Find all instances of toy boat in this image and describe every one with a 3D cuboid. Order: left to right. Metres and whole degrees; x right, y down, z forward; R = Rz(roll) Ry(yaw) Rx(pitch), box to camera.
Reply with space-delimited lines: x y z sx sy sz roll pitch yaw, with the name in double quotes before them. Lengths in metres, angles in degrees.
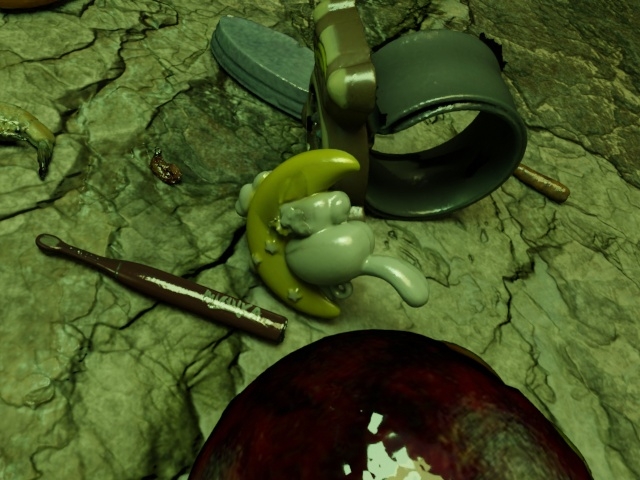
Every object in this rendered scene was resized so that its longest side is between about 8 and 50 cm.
"toy boat" -0.097 -0.339 1.029 0.283 0.078 0.127 35 56 9

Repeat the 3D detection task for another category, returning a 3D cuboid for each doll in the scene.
"doll" 0.000 0.000 0.725 0.111 0.252 0.237 -30 103 -59

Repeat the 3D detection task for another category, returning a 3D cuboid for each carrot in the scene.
"carrot" 0.417 -0.125 1.052 0.165 0.035 0.035 32 53 11

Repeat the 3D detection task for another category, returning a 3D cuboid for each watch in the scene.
"watch" 0.149 -0.182 0.827 0.327 0.335 0.314 -4 56 -8

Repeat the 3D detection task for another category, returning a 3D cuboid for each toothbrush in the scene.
"toothbrush" -0.217 0.062 0.726 0.364 0.041 0.040 20 52 -1

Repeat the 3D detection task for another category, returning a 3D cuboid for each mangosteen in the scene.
"mangosteen" 0.067 0.279 0.474 0.381 0.421 0.380 -8 70 22

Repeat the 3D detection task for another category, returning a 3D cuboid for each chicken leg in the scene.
"chicken leg" -0.254 -0.120 0.859 0.036 0.021 0.083 -36 66 -23

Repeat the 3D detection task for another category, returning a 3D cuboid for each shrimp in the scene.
"shrimp" -0.481 -0.132 0.786 0.150 0.051 0.217 11 49 -17

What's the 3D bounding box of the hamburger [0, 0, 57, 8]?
"hamburger" -0.587 -0.614 0.975 0.330 0.250 0.329 8 54 -11
